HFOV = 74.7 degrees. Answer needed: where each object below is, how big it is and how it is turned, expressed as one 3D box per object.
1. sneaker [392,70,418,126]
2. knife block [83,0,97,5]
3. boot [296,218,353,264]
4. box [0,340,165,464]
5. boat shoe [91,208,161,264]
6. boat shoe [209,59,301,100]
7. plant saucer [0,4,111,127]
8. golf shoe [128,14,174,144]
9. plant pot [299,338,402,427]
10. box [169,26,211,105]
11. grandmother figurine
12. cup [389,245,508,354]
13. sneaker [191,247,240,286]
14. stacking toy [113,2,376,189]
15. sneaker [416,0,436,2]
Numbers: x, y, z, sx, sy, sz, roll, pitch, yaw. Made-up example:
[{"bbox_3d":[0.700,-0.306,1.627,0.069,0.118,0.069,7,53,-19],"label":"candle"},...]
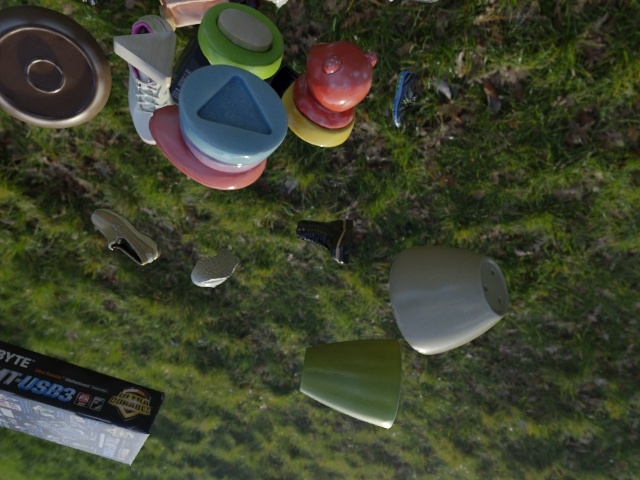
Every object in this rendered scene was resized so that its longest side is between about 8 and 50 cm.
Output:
[{"bbox_3d":[0.290,-0.478,1.435,0.078,0.067,0.188,6,121,-2],"label":"sneaker"},{"bbox_3d":[-0.372,-0.505,0.646,0.088,0.242,0.276,13,133,-27],"label":"knife block"},{"bbox_3d":[0.000,0.000,0.929,0.137,0.077,0.198,4,-166,6],"label":"boot"},{"bbox_3d":[-0.430,0.277,0.695,0.293,0.073,0.295,23,139,-13],"label":"box"},{"bbox_3d":[-0.474,-0.008,0.990,0.190,0.072,0.068,31,127,7],"label":"boat shoe"},{"bbox_3d":[-0.187,-0.584,1.506,0.500,0.187,0.156,36,-179,-6],"label":"boat shoe"},{"bbox_3d":[-0.719,-0.437,1.099,0.310,0.050,0.311,-16,131,-20],"label":"plant saucer"},{"bbox_3d":[-0.422,-0.383,1.018,0.115,0.140,0.306,4,112,-9],"label":"golf shoe"},{"bbox_3d":[0.087,0.437,1.360,0.293,0.275,0.275,9,149,-1],"label":"plant pot"},{"bbox_3d":[-0.440,-0.655,1.783,0.343,0.179,0.312,30,99,-37],"label":"box"},{"bbox_3d":[-0.229,-0.614,1.057,0.342,0.208,0.104,-14,-178,0],"label":"grandmother figurine"},{"bbox_3d":[0.394,0.155,1.218,0.331,0.331,0.237,29,147,-35],"label":"cup"},{"bbox_3d":[-0.306,0.098,1.202,0.090,0.235,0.095,41,104,3],"label":"sneaker"},{"bbox_3d":[-0.093,-0.238,0.564,0.279,0.309,0.130,51,146,3],"label":"stacking toy"},{"bbox_3d":[0.119,-0.422,0.688,0.166,0.076,0.065,24,156,9],"label":"sneaker"}]
